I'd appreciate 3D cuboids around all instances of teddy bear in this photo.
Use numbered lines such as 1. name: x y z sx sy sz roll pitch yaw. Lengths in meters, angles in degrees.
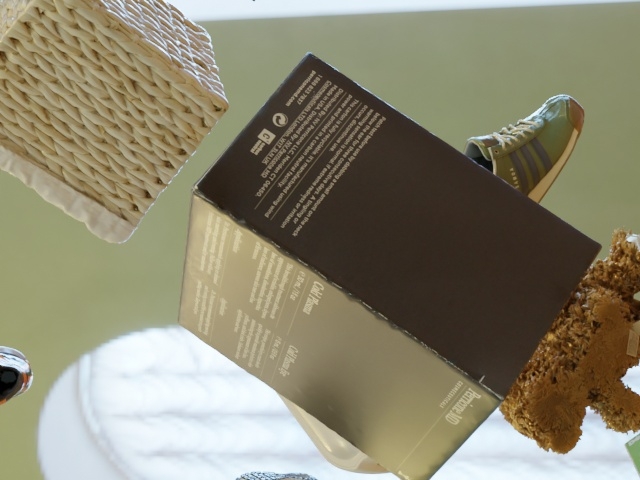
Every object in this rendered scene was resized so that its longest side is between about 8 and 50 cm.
1. teddy bear: 0.349 0.132 1.704 0.245 0.113 0.338 40 -110 -20

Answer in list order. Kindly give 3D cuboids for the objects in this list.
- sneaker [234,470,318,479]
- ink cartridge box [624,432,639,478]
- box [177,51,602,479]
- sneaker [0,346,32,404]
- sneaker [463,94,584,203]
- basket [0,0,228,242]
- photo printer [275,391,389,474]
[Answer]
1. sneaker: -0.080 0.451 2.325 0.063 0.162 0.073 -167 84 -69
2. ink cartridge box: 0.410 0.273 1.494 0.109 0.062 0.209 49 -168 -14
3. box: 0.044 0.046 1.245 0.179 0.313 0.343 -52 -7 -23
4. sneaker: -0.649 0.222 2.192 0.180 0.321 0.124 176 92 -83
5. sneaker: 0.184 -0.081 1.285 0.086 0.064 0.192 39 -106 -23
6. basket: -0.334 -0.233 1.855 0.331 0.266 0.328 37 -164 -27
7. photo printer: 0.041 0.187 1.833 0.307 0.107 0.256 52 -153 21
